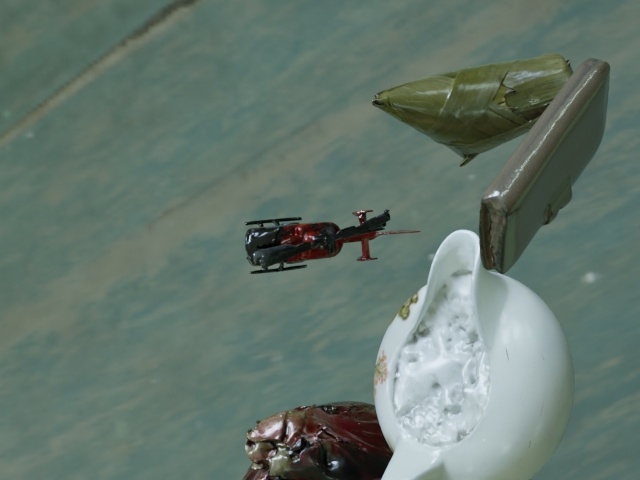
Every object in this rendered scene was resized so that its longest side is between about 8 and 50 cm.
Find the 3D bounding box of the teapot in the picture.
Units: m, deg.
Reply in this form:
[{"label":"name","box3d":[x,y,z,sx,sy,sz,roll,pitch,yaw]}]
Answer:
[{"label":"teapot","box3d":[0.128,0.140,1.618,0.204,0.139,0.298,14,94,40]}]

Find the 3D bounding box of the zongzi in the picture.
[{"label":"zongzi","box3d":[0.159,-0.148,1.766,0.160,0.176,0.078,-27,64,24]}]

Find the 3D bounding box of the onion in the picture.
[{"label":"onion","box3d":[0.007,0.306,1.956,0.221,0.281,0.281,34,112,42]}]

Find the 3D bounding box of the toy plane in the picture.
[{"label":"toy plane","box3d":[0.000,0.000,1.231,0.060,0.145,0.037,-6,91,54]}]

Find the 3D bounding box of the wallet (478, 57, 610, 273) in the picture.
[{"label":"wallet","box3d":[0.165,-0.054,1.326,0.039,0.118,0.152,27,63,20]}]
